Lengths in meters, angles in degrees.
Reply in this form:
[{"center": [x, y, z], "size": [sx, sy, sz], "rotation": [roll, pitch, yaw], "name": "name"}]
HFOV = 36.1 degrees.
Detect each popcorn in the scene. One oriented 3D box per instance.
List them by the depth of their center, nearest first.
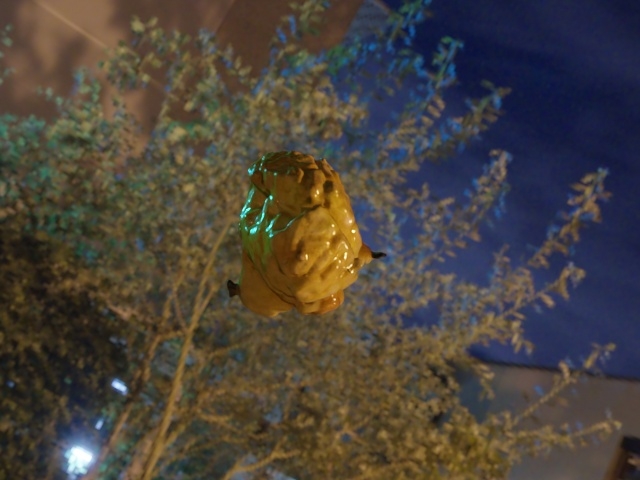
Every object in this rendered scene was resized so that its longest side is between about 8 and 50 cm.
[{"center": [0.000, 0.000, 0.475], "size": [0.084, 0.084, 0.084], "rotation": [26, -15, 8], "name": "popcorn"}]
